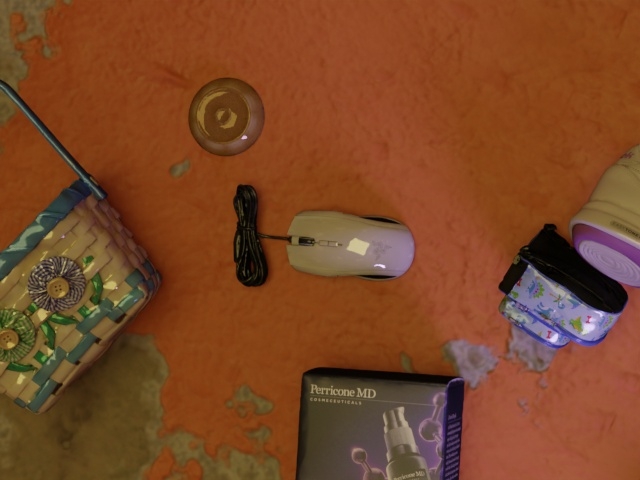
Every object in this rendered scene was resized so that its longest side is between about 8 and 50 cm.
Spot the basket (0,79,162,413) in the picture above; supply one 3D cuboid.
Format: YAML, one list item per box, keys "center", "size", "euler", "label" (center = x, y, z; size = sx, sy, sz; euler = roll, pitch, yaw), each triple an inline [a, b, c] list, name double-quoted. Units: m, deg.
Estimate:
- center: [-0.320, 0.010, 1.929]
  size: [0.289, 0.201, 0.255]
  euler: [42, 99, 0]
  label: "basket"

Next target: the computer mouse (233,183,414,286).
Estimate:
- center: [0.000, 0.000, 1.939]
  size: [0.193, 0.042, 0.106]
  euler: [4, 88, 13]
  label: "computer mouse"

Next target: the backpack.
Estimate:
- center: [0.239, 0.056, 1.856]
  size: [0.114, 0.105, 0.084]
  euler: [33, 118, 10]
  label: "backpack"

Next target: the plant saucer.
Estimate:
- center: [-0.101, -0.130, 1.979]
  size: [0.083, 0.015, 0.083]
  euler: [0, 89, 13]
  label: "plant saucer"

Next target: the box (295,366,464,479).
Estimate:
- center: [0.058, 0.234, 1.887]
  size: [0.153, 0.108, 0.207]
  euler: [2, 90, 13]
  label: "box"

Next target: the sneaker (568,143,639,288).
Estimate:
- center: [0.399, 0.008, 1.805]
  size: [0.305, 0.114, 0.152]
  euler: [29, 66, 8]
  label: "sneaker"
